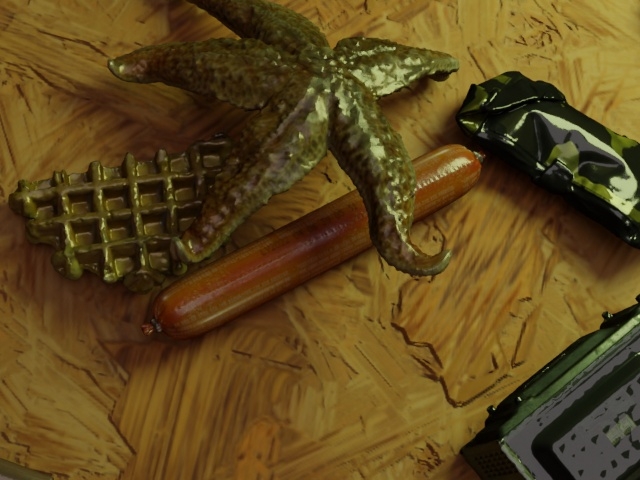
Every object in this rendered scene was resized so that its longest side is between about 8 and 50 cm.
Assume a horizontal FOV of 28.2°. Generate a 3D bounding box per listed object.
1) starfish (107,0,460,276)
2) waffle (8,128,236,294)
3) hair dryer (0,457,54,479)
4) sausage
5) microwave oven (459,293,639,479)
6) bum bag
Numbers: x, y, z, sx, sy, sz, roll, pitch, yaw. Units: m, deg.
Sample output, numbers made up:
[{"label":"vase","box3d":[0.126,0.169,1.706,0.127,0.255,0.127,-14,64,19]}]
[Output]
[{"label":"starfish","box3d":[-0.007,-0.115,1.088,0.327,0.094,0.375,-19,62,-22]},{"label":"waffle","box3d":[-0.155,-0.036,1.096,0.160,0.046,0.192,41,68,12]},{"label":"hair dryer","box3d":[-0.278,0.177,1.015,0.181,0.064,0.117,23,71,-11]},{"label":"sausage","box3d":[0.000,0.000,1.108,0.347,0.053,0.053,-27,81,-16]},{"label":"microwave oven","box3d":[0.234,0.145,1.054,0.205,0.163,0.129,-37,82,-13]},{"label":"bum bag","box3d":[0.234,-0.078,1.163,0.232,0.060,0.107,34,56,0]}]
